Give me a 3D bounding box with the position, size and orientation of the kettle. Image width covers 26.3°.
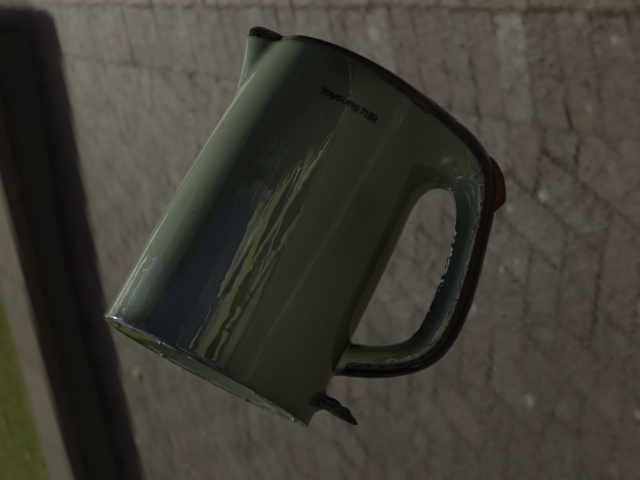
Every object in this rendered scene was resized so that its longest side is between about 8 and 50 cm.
[{"bbox_3d":[0.000,0.000,0.992,0.240,0.255,0.165,28,167,1],"label":"kettle"}]
